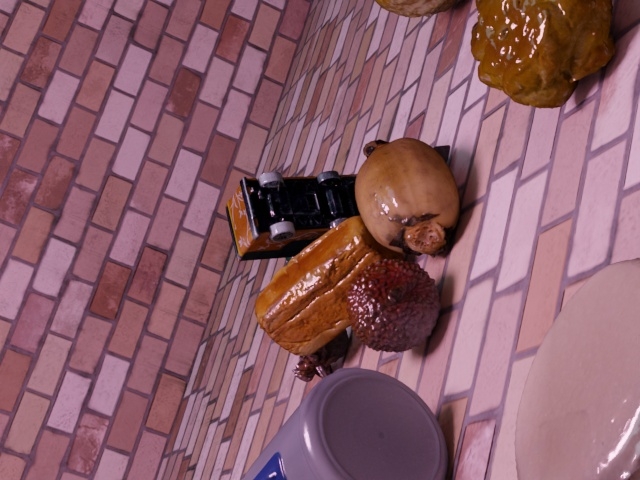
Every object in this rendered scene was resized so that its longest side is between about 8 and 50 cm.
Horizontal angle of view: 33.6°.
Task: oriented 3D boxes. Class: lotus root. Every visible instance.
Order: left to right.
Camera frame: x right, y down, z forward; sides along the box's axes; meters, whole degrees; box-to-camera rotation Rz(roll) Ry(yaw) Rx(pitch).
[{"bbox_3d":[0.148,-0.100,1.929,0.183,0.183,0.310,-60,28,27],"label":"lotus root"}]

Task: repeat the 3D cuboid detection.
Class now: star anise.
[{"bbox_3d":[0.043,0.278,2.099,0.148,0.218,0.227,-38,61,-1],"label":"star anise"}]

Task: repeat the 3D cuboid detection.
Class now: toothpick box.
[{"bbox_3d":[0.001,0.378,1.620,0.355,0.263,0.263,125,161,-44],"label":"toothpick box"}]

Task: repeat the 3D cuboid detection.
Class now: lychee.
[{"bbox_3d":[0.122,0.107,1.774,0.197,0.165,0.165,105,-179,-64],"label":"lychee"}]

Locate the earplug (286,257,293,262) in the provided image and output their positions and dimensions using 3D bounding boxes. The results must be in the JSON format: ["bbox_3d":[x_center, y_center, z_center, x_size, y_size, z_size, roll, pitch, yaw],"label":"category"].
[{"bbox_3d":[0.008,0.003,2.446,0.257,0.164,0.280,61,151,25],"label":"earplug"}]

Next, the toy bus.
[{"bbox_3d":[-0.038,-0.046,2.107,0.167,0.275,0.138,-47,53,56],"label":"toy bus"}]

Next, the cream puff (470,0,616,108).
[{"bbox_3d":[0.332,-0.323,1.600,0.244,0.196,0.244,-159,90,-76],"label":"cream puff"}]

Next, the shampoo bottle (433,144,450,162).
[{"bbox_3d":[0.160,-0.091,2.115,0.309,0.071,0.098,-49,23,51],"label":"shampoo bottle"}]

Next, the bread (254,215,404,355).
[{"bbox_3d":[0.020,0.092,2.035,0.294,0.167,0.132,-39,33,18],"label":"bread"}]

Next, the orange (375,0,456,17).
[{"bbox_3d":[0.239,-0.629,2.343,0.271,0.210,0.369,-19,47,40],"label":"orange"}]

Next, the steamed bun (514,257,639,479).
[{"bbox_3d":[0.313,0.164,0.981,0.283,0.177,0.283,-61,13,24],"label":"steamed bun"}]
